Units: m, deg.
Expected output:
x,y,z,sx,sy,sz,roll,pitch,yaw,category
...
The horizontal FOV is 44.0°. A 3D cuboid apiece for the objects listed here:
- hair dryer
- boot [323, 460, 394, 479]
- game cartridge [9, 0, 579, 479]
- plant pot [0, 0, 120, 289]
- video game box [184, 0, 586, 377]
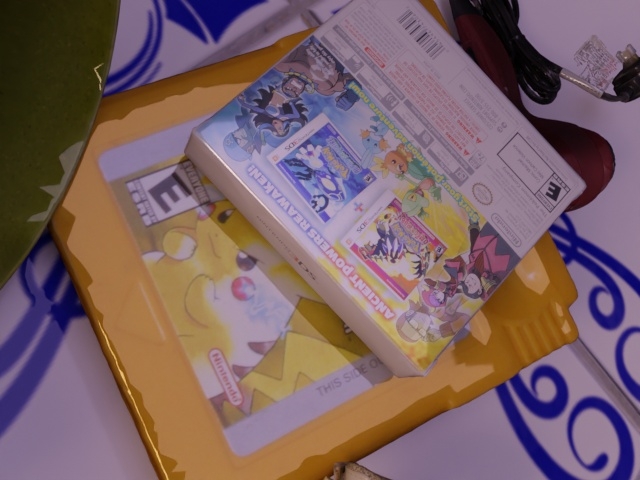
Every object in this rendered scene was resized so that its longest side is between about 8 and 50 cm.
x,y,z,sx,sy,sz,roll,pitch,yaw,category
0.161,-0.116,0.705,0.224,0.080,0.293,33,56,9,hair dryer
-0.019,0.219,0.434,0.262,0.095,0.203,19,84,-26,boot
0.000,0.000,0.543,0.324,0.053,0.285,-24,85,-19,game cartridge
-0.286,-0.118,0.353,0.294,0.275,0.274,20,63,4,plant pot
0.048,-0.046,0.522,0.205,0.048,0.187,47,66,-2,video game box
